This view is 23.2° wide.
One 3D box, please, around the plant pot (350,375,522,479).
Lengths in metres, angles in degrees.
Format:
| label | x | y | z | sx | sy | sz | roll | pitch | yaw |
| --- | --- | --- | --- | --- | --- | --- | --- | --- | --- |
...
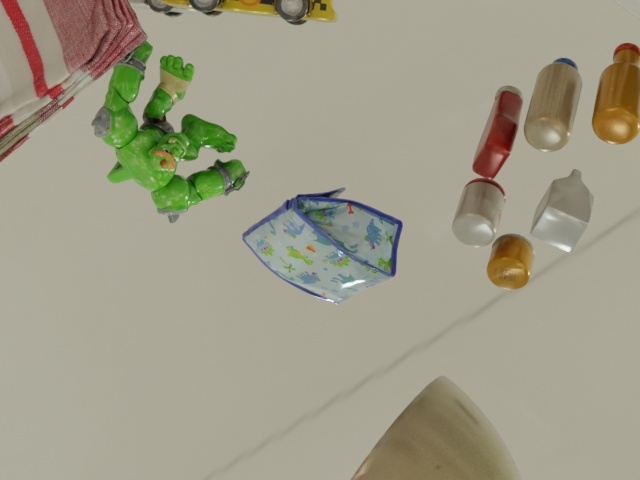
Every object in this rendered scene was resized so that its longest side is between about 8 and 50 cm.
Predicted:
| label | x | y | z | sx | sy | sz | roll | pitch | yaw |
| --- | --- | --- | --- | --- | --- | --- | --- | --- | --- |
| plant pot | 0.148 | 0.336 | 1.925 | 0.284 | 0.191 | 0.284 | -51 | 165 | -19 |

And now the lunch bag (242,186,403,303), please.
| label | x | y | z | sx | sy | sz | roll | pitch | yaw |
| --- | --- | --- | --- | --- | --- | --- | --- | --- | --- |
| lunch bag | 0.000 | 0.000 | 1.849 | 0.129 | 0.151 | 0.096 | -33 | -138 | 51 |

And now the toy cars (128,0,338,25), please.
| label | x | y | z | sx | sy | sz | roll | pitch | yaw |
| --- | --- | --- | --- | --- | --- | --- | --- | --- | --- |
| toy cars | -0.146 | -0.294 | 1.731 | 0.393 | 0.087 | 0.176 | 11 | -173 | 42 |

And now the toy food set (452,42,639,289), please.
| label | x | y | z | sx | sy | sz | roll | pitch | yaw |
| --- | --- | --- | --- | --- | --- | --- | --- | --- | --- |
| toy food set | 0.190 | -0.072 | 1.344 | 0.104 | 0.111 | 0.232 | -69 | -178 | -45 |

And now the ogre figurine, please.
| label | x | y | z | sx | sy | sz | roll | pitch | yaw |
| --- | --- | --- | --- | --- | --- | --- | --- | --- | --- |
| ogre figurine | -0.160 | -0.103 | 1.595 | 0.097 | 0.197 | 0.118 | 10 | -131 | 32 |

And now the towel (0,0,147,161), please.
| label | x | y | z | sx | sy | sz | roll | pitch | yaw |
| --- | --- | --- | --- | --- | --- | --- | --- | --- | --- |
| towel | -0.310 | -0.152 | 1.247 | 0.329 | 0.237 | 0.037 | -38 | 152 | 15 |

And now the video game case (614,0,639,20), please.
| label | x | y | z | sx | sy | sz | roll | pitch | yaw |
| --- | --- | --- | --- | --- | --- | --- | --- | --- | --- |
| video game case | 0.340 | -0.166 | 1.251 | 0.023 | 0.183 | 0.201 | -58 | 168 | 32 |
